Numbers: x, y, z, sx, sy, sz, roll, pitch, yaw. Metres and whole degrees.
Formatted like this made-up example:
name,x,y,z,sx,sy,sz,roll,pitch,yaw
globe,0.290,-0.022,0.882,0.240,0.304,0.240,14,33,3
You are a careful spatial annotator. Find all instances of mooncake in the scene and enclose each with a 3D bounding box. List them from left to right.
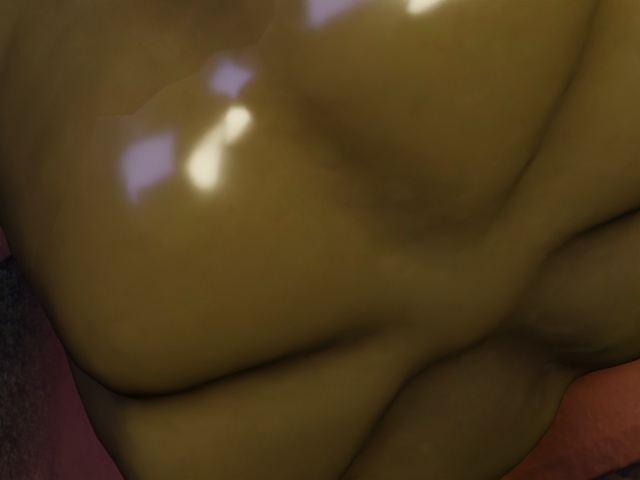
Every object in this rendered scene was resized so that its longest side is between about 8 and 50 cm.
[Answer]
name,x,y,z,sx,sy,sz,roll,pitch,yaw
mooncake,0.035,-0.037,0.577,0.467,0.467,0.262,-44,48,15
